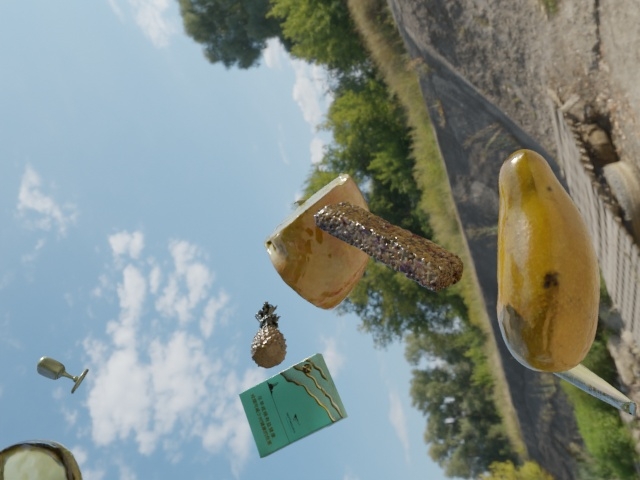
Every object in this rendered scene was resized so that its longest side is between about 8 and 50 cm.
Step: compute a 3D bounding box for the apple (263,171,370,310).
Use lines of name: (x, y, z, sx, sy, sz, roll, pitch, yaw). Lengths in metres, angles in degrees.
apple: (0.000, 0.000, 1.170, 0.309, 0.252, 0.314, -101, 17, -78)

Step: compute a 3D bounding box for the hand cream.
hand cream: (0.413, 0.215, 0.782, 0.143, 0.039, 0.061, 33, 165, 41)

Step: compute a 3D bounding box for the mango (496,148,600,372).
mango: (0.265, 0.024, 0.599, 0.157, 0.109, 0.262, 6, -97, -66)

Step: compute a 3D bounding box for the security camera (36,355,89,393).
security camera: (-0.520, 0.261, 1.018, 0.092, 0.058, 0.058, 33, -148, -10)

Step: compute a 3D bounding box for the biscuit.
biscuit: (0.077, 0.001, 0.609, 0.064, 0.199, 0.034, -9, -60, -44)

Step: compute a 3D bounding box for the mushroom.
mushroom: (-0.635, 0.633, 1.204, 0.212, 0.218, 0.292, 74, -178, -48)

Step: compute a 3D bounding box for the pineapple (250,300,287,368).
pineapple: (-0.084, 0.137, 0.782, 0.124, 0.058, 0.058, -111, -4, -57)

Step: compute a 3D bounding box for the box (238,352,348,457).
box: (-0.068, 0.391, 1.208, 0.162, 0.229, 0.041, 64, -168, 23)
